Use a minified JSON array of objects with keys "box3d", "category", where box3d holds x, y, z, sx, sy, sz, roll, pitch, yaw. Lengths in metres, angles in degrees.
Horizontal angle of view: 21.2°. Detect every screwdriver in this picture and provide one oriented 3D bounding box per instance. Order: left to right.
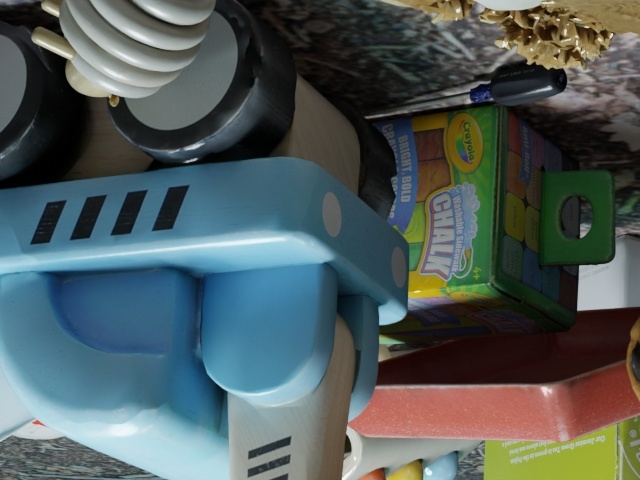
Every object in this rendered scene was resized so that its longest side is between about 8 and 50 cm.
[{"box3d":[0.089,-0.091,1.118,0.170,0.025,0.024,-13,156,42],"category":"screwdriver"}]

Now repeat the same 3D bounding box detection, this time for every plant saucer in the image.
[{"box3d":[0.163,0.092,1.182,0.258,0.047,0.259,-13,-177,-37],"category":"plant saucer"}]

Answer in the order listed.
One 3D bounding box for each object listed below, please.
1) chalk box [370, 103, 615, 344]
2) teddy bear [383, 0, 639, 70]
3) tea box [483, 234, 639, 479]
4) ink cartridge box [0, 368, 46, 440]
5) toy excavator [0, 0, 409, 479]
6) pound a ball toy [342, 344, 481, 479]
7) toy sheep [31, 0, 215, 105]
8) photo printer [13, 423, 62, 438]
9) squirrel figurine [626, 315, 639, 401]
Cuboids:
[{"box3d":[0.102,-0.009,1.198,0.213,0.132,0.132,-8,159,32],"category":"chalk box"},{"box3d":[0.132,-0.163,0.774,0.245,0.113,0.338,14,170,-6],"category":"teddy bear"},{"box3d":[0.334,0.201,1.491,0.329,0.323,0.220,11,162,-23],"category":"tea box"},{"box3d":[-0.336,0.096,1.166,0.308,0.091,0.385,10,162,30],"category":"ink cartridge box"},{"box3d":[-0.041,0.092,1.029,0.433,0.445,0.222,-5,161,23],"category":"toy excavator"},{"box3d":[0.067,0.176,1.673,0.208,0.135,0.319,-45,159,23],"category":"pound a ball toy"},{"box3d":[-0.103,-0.129,0.948,0.091,0.091,0.132,15,135,-30],"category":"toy sheep"},{"box3d":[-0.337,0.106,1.675,0.308,0.107,0.256,19,156,-19],"category":"photo printer"},{"box3d":[0.371,0.028,0.937,0.397,0.281,0.370,-2,151,-21],"category":"squirrel figurine"}]
